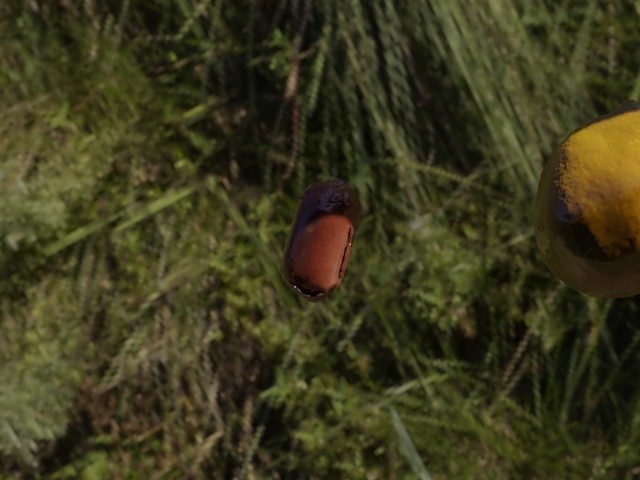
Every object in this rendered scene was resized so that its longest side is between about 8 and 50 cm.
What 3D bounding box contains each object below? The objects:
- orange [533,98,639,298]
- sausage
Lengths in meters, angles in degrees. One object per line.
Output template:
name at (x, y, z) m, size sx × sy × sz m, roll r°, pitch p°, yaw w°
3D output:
orange at (0.234, -0.020, 1.016) m, size 0.160 × 0.170 × 0.112 m, roll 18°, pitch 44°, yaw 36°
sausage at (0.000, 0.000, 1.433) m, size 0.076 × 0.141 × 0.076 m, roll 17°, pitch 16°, yaw -5°
